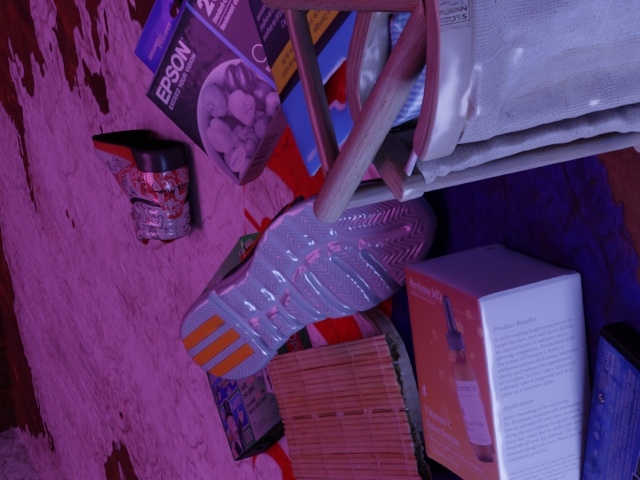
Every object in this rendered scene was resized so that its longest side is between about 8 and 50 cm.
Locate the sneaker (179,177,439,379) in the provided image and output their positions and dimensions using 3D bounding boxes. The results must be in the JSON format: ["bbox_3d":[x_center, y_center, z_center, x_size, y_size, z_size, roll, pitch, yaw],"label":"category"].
[{"bbox_3d":[0.000,0.000,1.455,0.321,0.180,0.125,-31,105,36],"label":"sneaker"}]

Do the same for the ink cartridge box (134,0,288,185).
[{"bbox_3d":[-0.104,-0.198,1.534,0.208,0.045,0.206,44,130,17],"label":"ink cartridge box"}]

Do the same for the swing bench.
[{"bbox_3d":[0.131,-0.130,0.853,0.254,0.253,0.165,155,101,-70],"label":"swing bench"}]

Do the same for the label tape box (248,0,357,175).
[{"bbox_3d":[0.017,-0.262,1.273,0.348,0.115,0.249,71,158,10],"label":"label tape box"}]

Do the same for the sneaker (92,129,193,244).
[{"bbox_3d":[-0.253,-0.074,2.116,0.270,0.090,0.145,21,120,63],"label":"sneaker"}]

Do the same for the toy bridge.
[{"bbox_3d":[0.065,0.117,1.494,0.063,0.026,0.188,107,143,-52],"label":"toy bridge"}]

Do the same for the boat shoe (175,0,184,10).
[{"bbox_3d":[-0.118,-0.291,1.616,0.091,0.109,0.305,-11,98,69],"label":"boat shoe"}]

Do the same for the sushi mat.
[{"bbox_3d":[0.023,0.182,1.557,0.316,0.019,0.152,-19,83,65],"label":"sushi mat"}]

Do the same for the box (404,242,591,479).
[{"bbox_3d":[0.142,0.102,1.194,0.130,0.091,0.171,-156,55,-65],"label":"box"}]

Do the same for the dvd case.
[{"bbox_3d":[0.262,0.194,1.038,0.253,0.022,0.180,-131,35,-52],"label":"dvd case"}]

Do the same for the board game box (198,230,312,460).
[{"bbox_3d":[-0.086,0.139,1.873,0.317,0.046,0.214,130,124,-65],"label":"board game box"}]
